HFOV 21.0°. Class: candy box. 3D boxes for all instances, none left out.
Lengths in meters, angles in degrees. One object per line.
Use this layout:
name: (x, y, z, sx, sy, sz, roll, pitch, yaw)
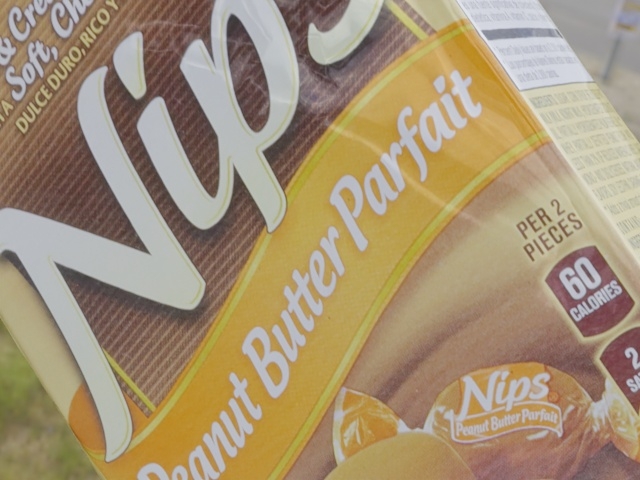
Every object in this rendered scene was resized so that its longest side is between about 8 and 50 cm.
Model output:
candy box: (0.000, 0.000, 0.531, 0.316, 0.183, 0.087, 56, 24, 8)
